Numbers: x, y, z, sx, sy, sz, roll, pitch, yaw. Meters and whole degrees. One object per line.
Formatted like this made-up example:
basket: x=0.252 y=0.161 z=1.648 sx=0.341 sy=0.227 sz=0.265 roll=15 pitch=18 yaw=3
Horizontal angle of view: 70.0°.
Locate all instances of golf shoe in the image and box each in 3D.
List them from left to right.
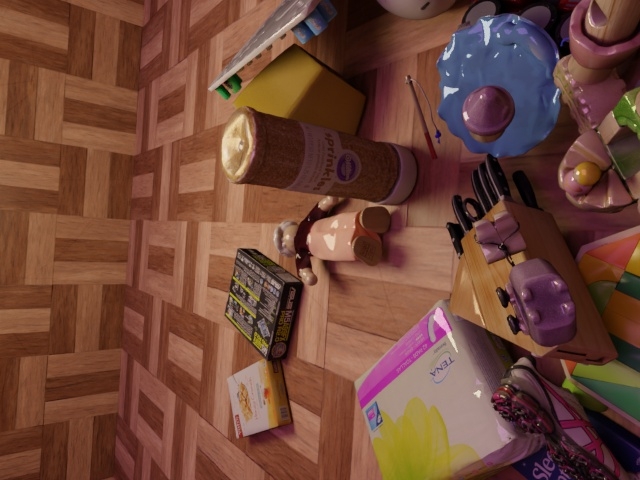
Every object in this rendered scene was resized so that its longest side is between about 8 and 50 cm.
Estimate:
golf shoe: x=0.297 y=0.220 z=0.544 sx=0.186 sy=0.086 sz=0.067 roll=44 pitch=153 yaw=3

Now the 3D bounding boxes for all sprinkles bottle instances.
sprinkles bottle: x=0.010 y=-0.136 z=0.798 sx=0.121 sy=0.355 sz=0.121 roll=-5 pitch=83 yaw=52

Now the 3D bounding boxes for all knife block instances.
knife block: x=0.266 y=0.004 z=0.603 sx=0.275 sy=0.088 sz=0.242 roll=-155 pitch=77 yaw=-73

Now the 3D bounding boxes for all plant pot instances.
plant pot: x=-0.030 y=-0.294 z=1.002 sx=0.187 sy=0.212 sz=0.212 roll=-54 pitch=47 yaw=19

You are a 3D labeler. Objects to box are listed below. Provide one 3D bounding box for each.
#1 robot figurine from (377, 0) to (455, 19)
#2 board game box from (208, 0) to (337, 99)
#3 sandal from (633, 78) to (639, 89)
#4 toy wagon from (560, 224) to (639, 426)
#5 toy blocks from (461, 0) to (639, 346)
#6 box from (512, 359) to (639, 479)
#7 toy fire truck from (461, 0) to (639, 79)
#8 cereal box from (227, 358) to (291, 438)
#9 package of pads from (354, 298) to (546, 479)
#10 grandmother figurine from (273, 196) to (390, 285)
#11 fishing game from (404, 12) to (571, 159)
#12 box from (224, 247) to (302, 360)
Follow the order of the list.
robot figurine: x=0.177 y=-0.522 z=0.761 sx=0.173 sy=0.209 sz=0.278 roll=17 pitch=103 yaw=12
board game box: x=-0.040 y=-0.494 z=0.977 sx=0.389 sy=0.050 sz=0.390 roll=-8 pitch=46 yaw=52
sandal: x=0.459 y=-0.182 z=0.460 sx=0.265 sy=0.076 sz=0.102 roll=-176 pitch=79 yaw=-73
toy wagon: x=0.425 y=0.121 z=0.476 sx=0.344 sy=0.068 sz=0.267 roll=36 pitch=115 yaw=48
toy blocks: x=0.264 y=-0.088 z=0.361 sx=0.308 sy=0.260 sz=0.289 roll=-22 pitch=77 yaw=15
box: x=0.328 y=0.280 z=0.617 sx=0.225 sy=0.036 sz=0.137 roll=34 pitch=113 yaw=49
toy fire truck: x=0.331 y=-0.350 z=0.596 sx=0.217 sy=0.158 sz=0.246 roll=36 pitch=97 yaw=44
cereal box: x=-0.173 y=0.428 z=1.236 sx=0.240 sy=0.047 sz=0.173 roll=-38 pitch=58 yaw=44
package of pads: x=0.183 y=0.265 z=0.719 sx=0.297 sy=0.101 sz=0.229 roll=-58 pitch=37 yaw=38
grandmother figurine: x=0.000 y=0.000 z=1.019 sx=0.342 sy=0.104 sz=0.208 roll=2 pitch=64 yaw=55
fishing game: x=0.235 y=-0.204 z=0.612 sx=0.264 sy=0.041 sz=0.189 roll=-6 pitch=111 yaw=54
box: x=-0.164 y=0.163 z=1.239 sx=0.270 sy=0.060 sz=0.217 roll=28 pitch=110 yaw=50
